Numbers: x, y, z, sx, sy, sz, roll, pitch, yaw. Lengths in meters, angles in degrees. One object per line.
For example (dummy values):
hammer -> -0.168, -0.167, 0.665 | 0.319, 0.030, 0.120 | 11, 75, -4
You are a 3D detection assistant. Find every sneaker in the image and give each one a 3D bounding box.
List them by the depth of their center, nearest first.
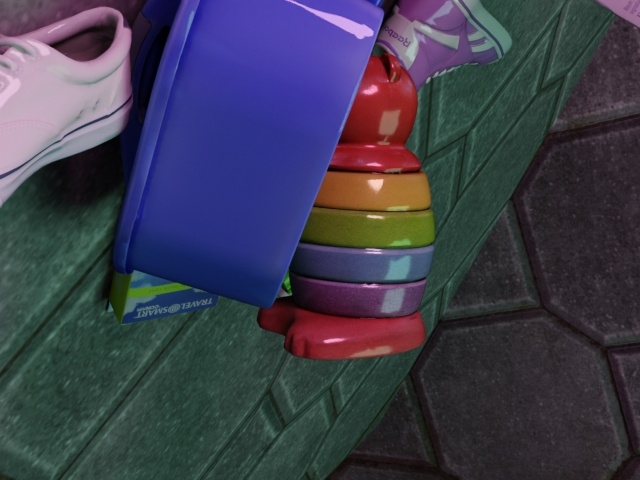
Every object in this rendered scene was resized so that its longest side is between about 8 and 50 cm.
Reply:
sneaker -> -0.208, -0.085, 0.688 | 0.258, 0.094, 0.091 | -46, 149, -55
sneaker -> 0.143, -0.246, 1.418 | 0.161, 0.102, 0.282 | -54, 155, 9

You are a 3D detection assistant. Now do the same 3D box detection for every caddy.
caddy -> -0.071, -0.112, 0.868 | 0.241, 0.179, 0.341 | -76, -174, -54

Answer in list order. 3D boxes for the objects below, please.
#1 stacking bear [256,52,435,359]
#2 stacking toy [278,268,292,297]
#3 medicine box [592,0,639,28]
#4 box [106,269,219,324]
stacking bear -> 0.035, -0.042, 1.113 | 0.175, 0.164, 0.288 | -153, -115, -70
stacking toy -> 0.000, 0.000, 1.424 | 0.167, 0.052, 0.221 | -43, 179, -7
medicine box -> 0.326, -0.396, 1.265 | 0.263, 0.289, 0.149 | -37, 158, -51
box -> -0.143, 0.016, 1.086 | 0.109, 0.042, 0.178 | -9, 140, -29
